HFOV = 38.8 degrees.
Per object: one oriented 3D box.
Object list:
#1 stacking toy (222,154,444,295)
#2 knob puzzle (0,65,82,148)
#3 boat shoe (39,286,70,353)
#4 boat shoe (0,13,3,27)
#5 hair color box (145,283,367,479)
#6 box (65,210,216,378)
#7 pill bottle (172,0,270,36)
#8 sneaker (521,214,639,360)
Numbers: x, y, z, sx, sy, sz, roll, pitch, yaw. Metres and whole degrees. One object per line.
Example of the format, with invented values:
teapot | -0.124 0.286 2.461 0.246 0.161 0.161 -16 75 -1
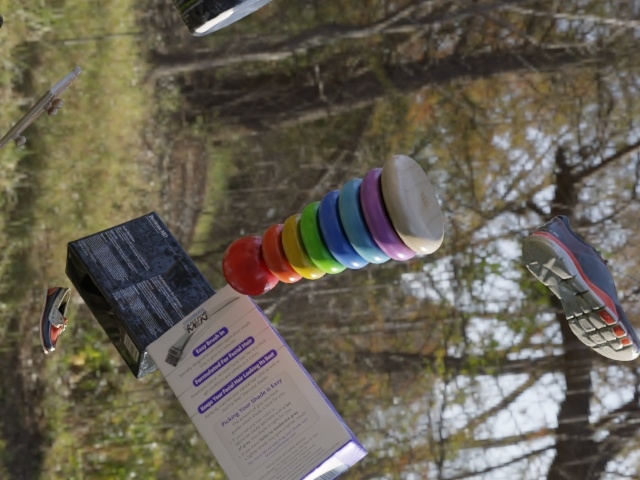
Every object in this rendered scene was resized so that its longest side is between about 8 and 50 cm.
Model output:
stacking toy | 0.000 0.000 1.285 0.141 0.330 0.141 45 34 -41
knob puzzle | -0.450 -0.218 1.500 0.030 0.213 0.213 45 2 -15
boat shoe | -0.469 0.138 1.607 0.049 0.043 0.137 91 -7 -48
boat shoe | -0.562 -0.331 1.373 0.048 0.153 0.056 60 -25 20
hair color box | -0.104 0.246 1.409 0.339 0.185 0.110 51 -3 29
box | -0.316 0.093 1.645 0.261 0.184 0.103 51 -35 22
pill bottle | -0.154 -0.381 1.085 0.245 0.130 0.130 62 -5 -10
sneaker | 0.255 0.041 0.843 0.158 0.065 0.061 52 -30 -13
